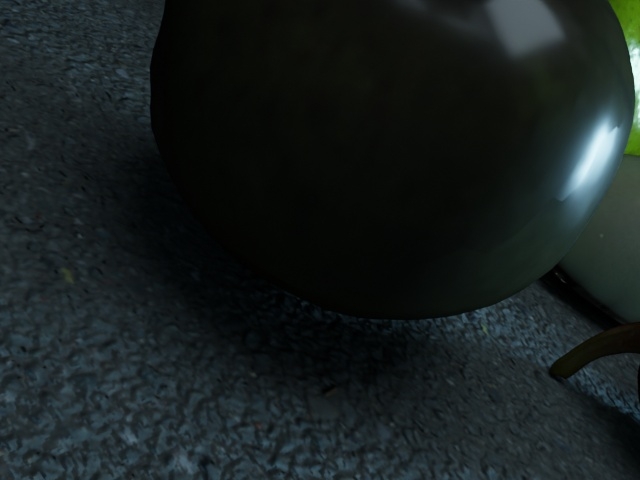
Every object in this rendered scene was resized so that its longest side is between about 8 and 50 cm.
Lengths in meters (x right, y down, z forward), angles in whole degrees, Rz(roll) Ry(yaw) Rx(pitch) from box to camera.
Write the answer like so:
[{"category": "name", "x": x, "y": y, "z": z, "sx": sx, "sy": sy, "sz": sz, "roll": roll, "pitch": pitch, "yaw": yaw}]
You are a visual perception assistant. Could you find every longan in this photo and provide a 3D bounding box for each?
[{"category": "longan", "x": 0.047, "y": -0.116, "z": 0.538, "sx": 0.361, "sy": 0.361, "sz": 0.361, "roll": 23, "pitch": 31, "yaw": -14}]

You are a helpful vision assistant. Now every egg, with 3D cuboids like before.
[{"category": "egg", "x": 0.379, "y": -0.027, "z": 0.879, "sx": 0.264, "sy": 0.174, "sz": 0.286, "roll": 17, "pitch": 29, "yaw": -31}]

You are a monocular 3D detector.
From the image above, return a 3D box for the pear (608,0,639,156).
[{"category": "pear", "x": 0.364, "y": -0.230, "z": 0.968, "sx": 0.318, "sy": 0.238, "sz": 0.342, "roll": 52, "pitch": 58, "yaw": -24}]

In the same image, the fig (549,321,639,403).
[{"category": "fig", "x": 0.337, "y": 0.117, "z": 0.617, "sx": 0.207, "sy": 0.175, "sz": 0.175, "roll": 38, "pitch": 30, "yaw": 12}]
